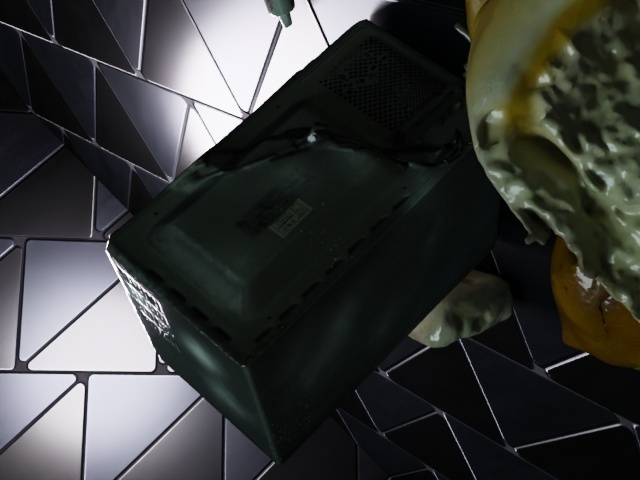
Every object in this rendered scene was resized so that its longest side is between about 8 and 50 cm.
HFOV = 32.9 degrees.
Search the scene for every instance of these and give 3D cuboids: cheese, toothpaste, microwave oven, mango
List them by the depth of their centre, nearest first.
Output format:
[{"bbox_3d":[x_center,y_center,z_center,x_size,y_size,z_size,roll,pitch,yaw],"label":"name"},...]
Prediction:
[{"bbox_3d":[0.336,0.050,1.113,0.287,0.201,0.152,55,-165,-45],"label":"mango"},{"bbox_3d":[0.000,0.000,1.327,0.236,0.432,0.374,38,159,23],"label":"microwave oven"},{"bbox_3d":[-0.075,-0.366,1.363,0.060,0.038,0.233,25,149,40],"label":"toothpaste"},{"bbox_3d":[0.156,0.080,1.601,0.263,0.159,0.093,13,110,57],"label":"cheese"}]

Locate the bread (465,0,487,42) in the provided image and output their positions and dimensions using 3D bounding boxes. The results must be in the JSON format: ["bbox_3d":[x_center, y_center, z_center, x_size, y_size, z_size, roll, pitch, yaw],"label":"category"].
[{"bbox_3d":[0.190,-0.212,1.024,0.116,0.077,0.200,17,140,29],"label":"bread"}]

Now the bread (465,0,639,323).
[{"bbox_3d":[0.287,-0.042,0.798,0.424,0.329,0.245,41,162,-3],"label":"bread"}]

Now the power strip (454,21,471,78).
[{"bbox_3d":[0.238,-0.137,1.160,0.268,0.034,0.092,46,162,2],"label":"power strip"}]
